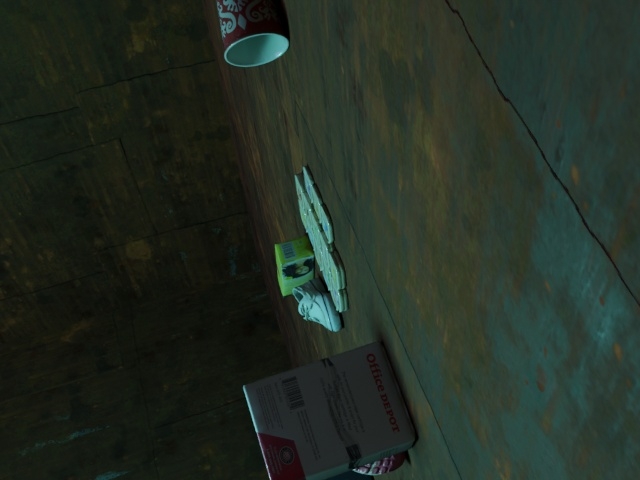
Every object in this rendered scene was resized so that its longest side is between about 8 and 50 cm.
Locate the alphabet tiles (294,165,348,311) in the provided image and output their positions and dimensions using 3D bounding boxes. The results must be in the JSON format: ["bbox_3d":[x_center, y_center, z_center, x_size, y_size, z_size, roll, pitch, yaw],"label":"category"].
[{"bbox_3d":[0.000,0.000,1.602,0.278,0.021,0.284,82,168,-49],"label":"alphabet tiles"}]

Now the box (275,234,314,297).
[{"bbox_3d":[-0.062,0.067,1.938,0.232,0.087,0.058,90,162,-68],"label":"box"}]

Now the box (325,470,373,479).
[{"bbox_3d":[0.045,0.675,2.081,0.343,0.178,0.313,85,165,-55],"label":"box"}]

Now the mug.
[{"bbox_3d":[-0.130,-0.397,1.387,0.150,0.113,0.169,114,142,-75],"label":"mug"}]

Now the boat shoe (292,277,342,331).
[{"bbox_3d":[-0.010,0.152,1.780,0.226,0.075,0.083,-131,26,-72],"label":"boat shoe"}]

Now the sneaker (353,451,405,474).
[{"bbox_3d":[0.069,0.348,1.493,0.299,0.112,0.121,19,87,60],"label":"sneaker"}]

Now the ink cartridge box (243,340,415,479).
[{"bbox_3d":[0.014,0.288,1.295,0.100,0.237,0.172,84,167,-65],"label":"ink cartridge box"}]
